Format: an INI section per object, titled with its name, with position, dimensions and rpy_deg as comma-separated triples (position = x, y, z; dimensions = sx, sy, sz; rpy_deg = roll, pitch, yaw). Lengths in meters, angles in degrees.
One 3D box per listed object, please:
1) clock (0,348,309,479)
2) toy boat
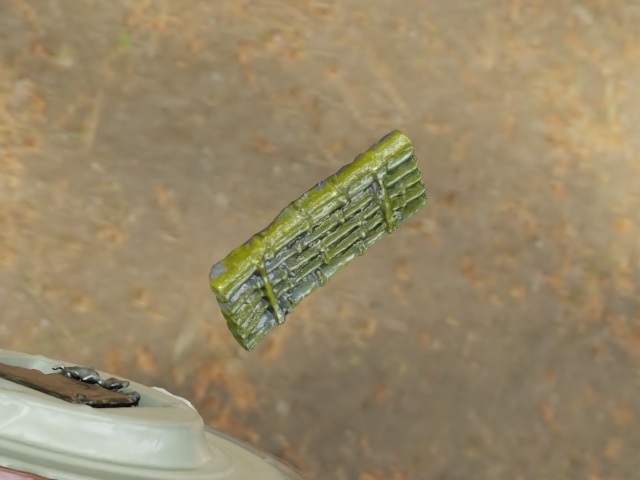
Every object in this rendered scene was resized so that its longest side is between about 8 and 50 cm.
[clock]
position = -0.157, 0.111, 1.138
dimensions = 0.318, 0.318, 0.080
rpy_deg = 14, 94, -42
[toy boat]
position = 0.000, 0.000, 0.909
dimensions = 0.115, 0.016, 0.063
rpy_deg = -39, 150, -12
